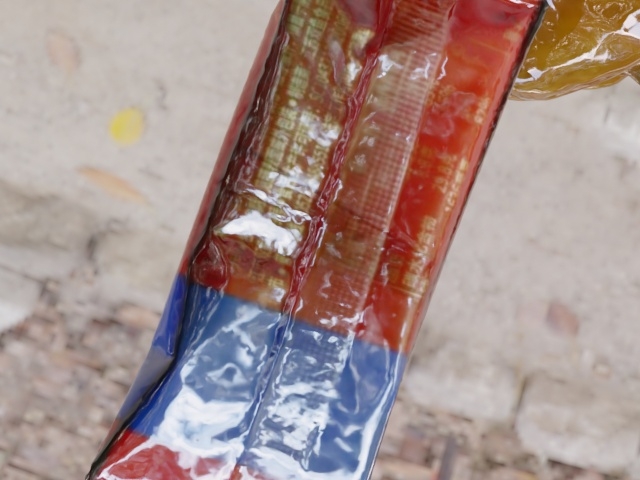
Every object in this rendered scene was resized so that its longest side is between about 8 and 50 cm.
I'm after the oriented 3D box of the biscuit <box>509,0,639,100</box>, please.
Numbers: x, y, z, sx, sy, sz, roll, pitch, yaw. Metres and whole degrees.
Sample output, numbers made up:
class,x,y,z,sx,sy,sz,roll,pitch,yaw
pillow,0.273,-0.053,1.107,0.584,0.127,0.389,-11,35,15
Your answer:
class,x,y,z,sx,sy,sz,roll,pitch,yaw
biscuit,0.144,-0.179,0.728,0.312,0.318,0.110,-10,141,-3

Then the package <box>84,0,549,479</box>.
class,x,y,z,sx,sy,sz,roll,pitch,yaw
package,0.000,0.000,0.510,0.083,0.200,0.022,20,180,-17
